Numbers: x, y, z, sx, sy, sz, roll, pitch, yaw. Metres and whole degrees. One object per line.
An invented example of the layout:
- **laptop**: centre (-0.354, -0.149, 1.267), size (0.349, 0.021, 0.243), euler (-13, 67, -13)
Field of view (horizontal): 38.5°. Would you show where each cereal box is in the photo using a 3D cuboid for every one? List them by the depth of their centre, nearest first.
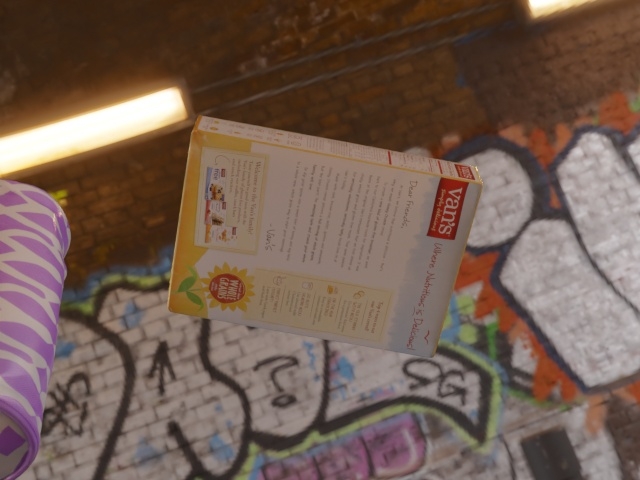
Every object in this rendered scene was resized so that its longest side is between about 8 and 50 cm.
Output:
- **cereal box**: centre (0.000, 0.000, 0.779), size (0.240, 0.173, 0.047), euler (11, 25, -5)

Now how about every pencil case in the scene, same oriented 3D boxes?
- **pencil case**: centre (-0.190, 0.050, 0.523), size (0.086, 0.206, 0.088), euler (-4, -52, -4)
